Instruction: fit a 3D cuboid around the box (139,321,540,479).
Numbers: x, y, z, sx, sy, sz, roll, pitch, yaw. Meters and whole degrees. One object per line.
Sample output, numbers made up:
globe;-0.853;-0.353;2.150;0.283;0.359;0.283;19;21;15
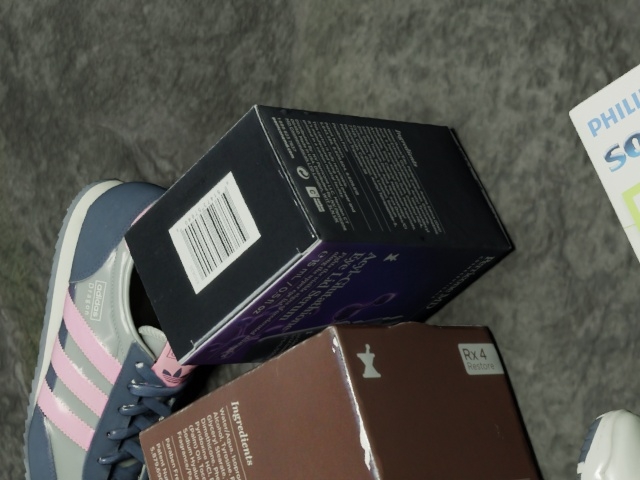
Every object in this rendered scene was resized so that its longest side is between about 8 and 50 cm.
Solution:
box;0.016;0.169;1.248;0.203;0.168;0.167;-31;67;38

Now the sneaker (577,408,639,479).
sneaker;0.256;0.193;1.081;0.153;0.094;0.235;-30;69;36

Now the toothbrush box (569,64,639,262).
toothbrush box;0.300;0.001;1.015;0.206;0.122;0.283;-33;71;35

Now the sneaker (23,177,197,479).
sneaker;-0.151;0.113;1.441;0.131;0.112;0.319;7;94;45

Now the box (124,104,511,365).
box;0.000;0.000;1.244;0.153;0.207;0.108;-42;62;34
